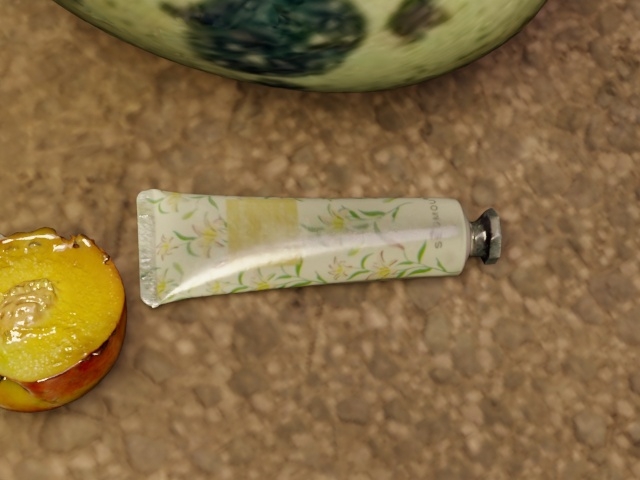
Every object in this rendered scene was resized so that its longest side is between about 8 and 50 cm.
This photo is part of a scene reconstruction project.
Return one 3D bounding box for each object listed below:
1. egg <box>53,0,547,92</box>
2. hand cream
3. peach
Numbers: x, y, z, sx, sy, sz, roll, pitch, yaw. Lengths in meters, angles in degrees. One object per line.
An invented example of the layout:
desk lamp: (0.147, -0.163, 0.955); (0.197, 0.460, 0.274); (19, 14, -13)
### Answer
egg: (-0.043, -0.228, 0.762); (0.379, 0.287, 0.287); (41, 67, 0)
hand cream: (0.000, 0.000, 0.823); (0.194, 0.042, 0.067); (-2, 72, -10)
peach: (-0.142, 0.044, 0.762); (0.098, 0.061, 0.098); (2, 49, -3)
